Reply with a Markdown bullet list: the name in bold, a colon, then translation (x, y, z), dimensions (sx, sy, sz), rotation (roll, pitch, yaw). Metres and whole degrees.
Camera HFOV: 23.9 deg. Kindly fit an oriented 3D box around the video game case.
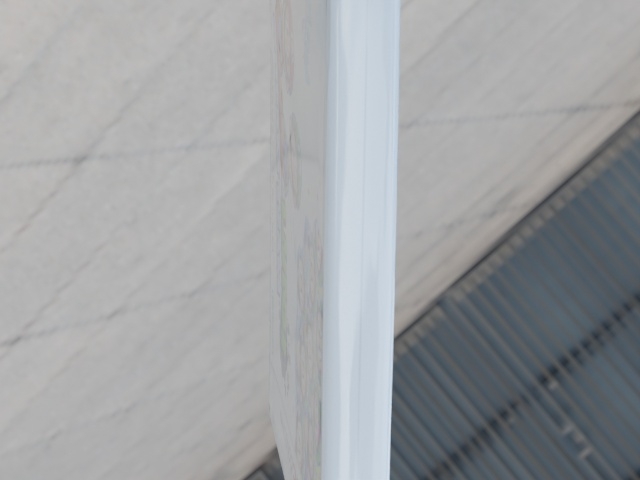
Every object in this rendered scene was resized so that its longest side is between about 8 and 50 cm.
- **video game case**: translation (0.000, 0.000, 0.398), dimensions (0.019, 0.157, 0.143), rotation (-1, -165, -6)
